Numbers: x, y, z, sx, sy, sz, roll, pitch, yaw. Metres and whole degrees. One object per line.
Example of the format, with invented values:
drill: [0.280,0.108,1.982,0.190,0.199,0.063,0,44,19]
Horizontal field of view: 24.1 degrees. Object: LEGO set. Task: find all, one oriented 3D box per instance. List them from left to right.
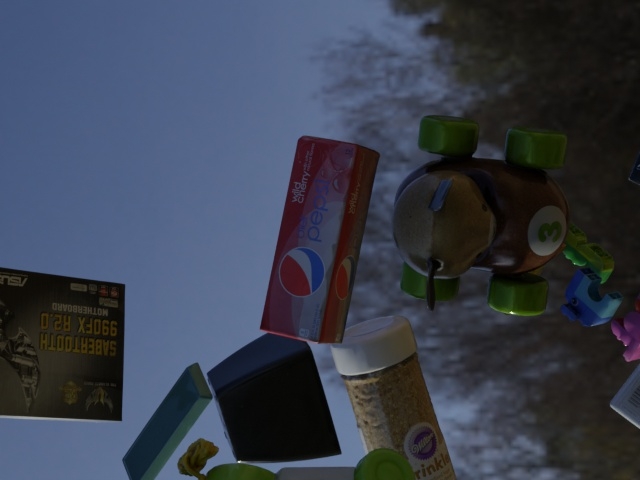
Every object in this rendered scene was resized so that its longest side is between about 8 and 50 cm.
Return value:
LEGO set: [0.229,0.044,1.458,0.087,0.227,0.093,-6,-49,-45]

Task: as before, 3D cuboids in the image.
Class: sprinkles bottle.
sprinkles bottle: [0.120,0.291,2.176,0.121,0.121,0.355,-38,-67,-64]

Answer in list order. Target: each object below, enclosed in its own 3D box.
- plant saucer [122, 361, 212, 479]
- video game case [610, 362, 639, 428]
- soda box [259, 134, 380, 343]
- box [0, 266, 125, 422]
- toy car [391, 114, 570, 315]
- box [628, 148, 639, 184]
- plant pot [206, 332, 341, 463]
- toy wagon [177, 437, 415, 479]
plant saucer: [-0.204,0.247,1.959,0.018,0.192,0.067,14,-148,-37]
video game case: [0.313,0.100,1.083,0.157,0.143,0.019,-55,-12,6]
soda box: [0.000,0.000,1.960,0.083,0.092,0.263,10,-89,-66]
box: [-0.349,0.134,1.880,0.231,0.056,0.183,12,-105,-47]
toy car: [0.118,-0.011,1.207,0.188,0.149,0.155,-29,-53,-71]
box: [0.445,-0.032,1.546,0.184,0.191,0.045,16,-78,-37]
plant pot: [-0.084,0.263,2.437,0.187,0.167,0.188,-134,27,-74]
toy wagon: [0.021,0.282,1.418,0.267,0.344,0.068,-49,25,50]
